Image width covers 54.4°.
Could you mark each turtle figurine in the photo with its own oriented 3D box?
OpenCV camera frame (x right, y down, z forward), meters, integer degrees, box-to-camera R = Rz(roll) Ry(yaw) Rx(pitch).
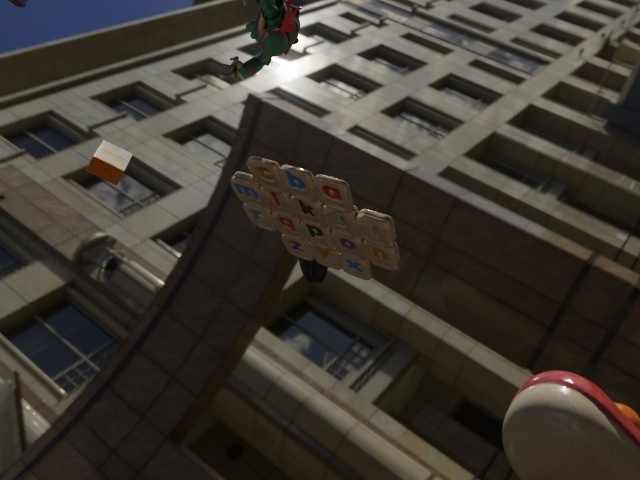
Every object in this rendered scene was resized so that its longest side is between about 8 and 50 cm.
[{"bbox_3d":[-0.088,-0.318,0.925,0.234,0.118,0.175,-96,19,-55],"label":"turtle figurine"}]

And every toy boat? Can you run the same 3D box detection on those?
[{"bbox_3d":[0.330,0.245,0.724,0.151,0.231,0.151,-36,-11,-45],"label":"toy boat"}]

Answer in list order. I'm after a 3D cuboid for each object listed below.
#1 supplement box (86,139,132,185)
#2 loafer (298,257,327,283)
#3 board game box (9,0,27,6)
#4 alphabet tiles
[{"bbox_3d":[-0.401,-0.149,1.188,0.036,0.062,0.098,-56,19,20],"label":"supplement box"},{"bbox_3d":[0.000,0.000,1.364,0.076,0.078,0.223,-23,-54,-42],"label":"loafer"},{"bbox_3d":[-0.574,-0.529,1.021,0.281,0.027,0.145,37,-109,-65],"label":"board game box"},{"bbox_3d":[-0.008,-0.032,0.997,0.021,0.284,0.278,-60,-27,-23],"label":"alphabet tiles"}]
